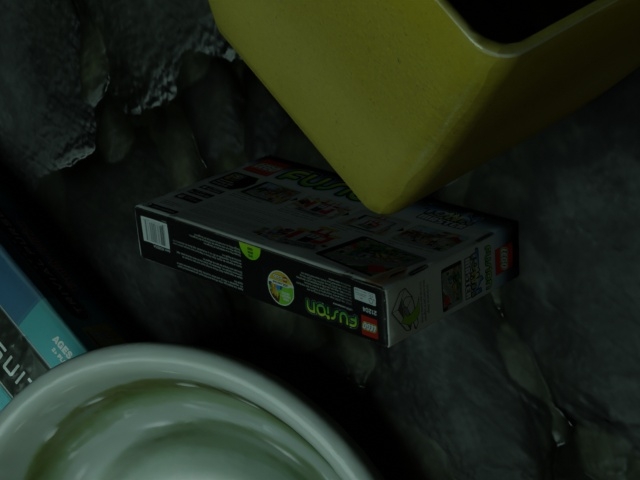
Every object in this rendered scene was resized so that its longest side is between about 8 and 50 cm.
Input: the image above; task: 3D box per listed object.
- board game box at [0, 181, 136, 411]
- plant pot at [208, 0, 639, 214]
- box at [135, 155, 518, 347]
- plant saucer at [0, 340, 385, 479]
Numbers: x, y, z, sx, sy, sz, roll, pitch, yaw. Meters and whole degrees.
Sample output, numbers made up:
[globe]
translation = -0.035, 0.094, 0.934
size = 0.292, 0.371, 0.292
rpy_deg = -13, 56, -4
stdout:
[board game box]
translation = -0.329, 0.130, 1.184
size = 0.254, 0.079, 0.336
rpy_deg = 46, 107, 22
[plant pot]
translation = 0.060, -0.138, 0.671
size = 0.212, 0.212, 0.187
rpy_deg = 51, 151, 17
[box]
translation = 0.000, 0.000, 0.855
size = 0.207, 0.114, 0.036
rpy_deg = 18, 121, 42
[plant saucer]
translation = -0.085, 0.264, 1.027
size = 0.400, 0.100, 0.400
rpy_deg = 2, 96, 27
